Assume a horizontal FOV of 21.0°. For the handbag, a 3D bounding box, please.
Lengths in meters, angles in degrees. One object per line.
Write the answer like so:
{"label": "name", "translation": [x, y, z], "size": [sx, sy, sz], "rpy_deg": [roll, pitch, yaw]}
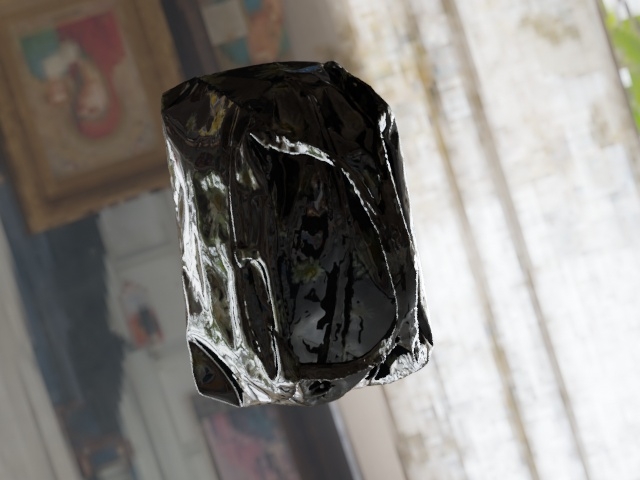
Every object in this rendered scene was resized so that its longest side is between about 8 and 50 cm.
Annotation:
{"label": "handbag", "translation": [0.000, 0.000, 0.536], "size": [0.072, 0.115, 0.139], "rpy_deg": [-8, -175, -15]}
